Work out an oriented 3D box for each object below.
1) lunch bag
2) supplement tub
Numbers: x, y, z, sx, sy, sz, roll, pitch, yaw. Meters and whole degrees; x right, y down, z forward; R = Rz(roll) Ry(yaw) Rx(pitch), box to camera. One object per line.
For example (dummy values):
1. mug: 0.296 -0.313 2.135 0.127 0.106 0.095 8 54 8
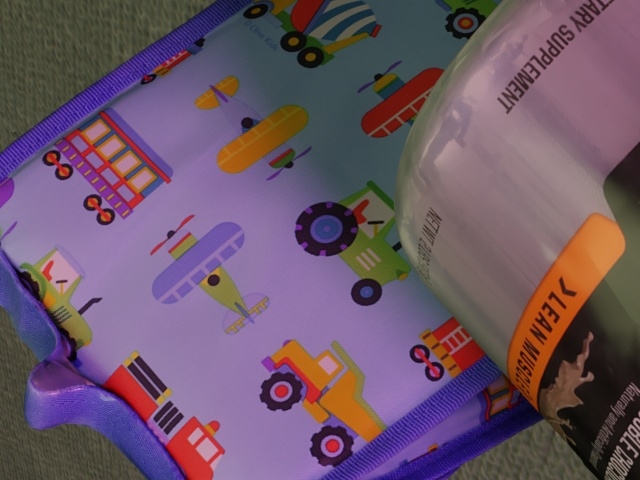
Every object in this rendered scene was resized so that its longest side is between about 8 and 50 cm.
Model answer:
1. lunch bag: 0.000 0.000 0.841 0.221 0.293 0.138 47 151 24
2. supplement tub: 0.199 0.046 0.637 0.338 0.207 0.207 48 152 21
